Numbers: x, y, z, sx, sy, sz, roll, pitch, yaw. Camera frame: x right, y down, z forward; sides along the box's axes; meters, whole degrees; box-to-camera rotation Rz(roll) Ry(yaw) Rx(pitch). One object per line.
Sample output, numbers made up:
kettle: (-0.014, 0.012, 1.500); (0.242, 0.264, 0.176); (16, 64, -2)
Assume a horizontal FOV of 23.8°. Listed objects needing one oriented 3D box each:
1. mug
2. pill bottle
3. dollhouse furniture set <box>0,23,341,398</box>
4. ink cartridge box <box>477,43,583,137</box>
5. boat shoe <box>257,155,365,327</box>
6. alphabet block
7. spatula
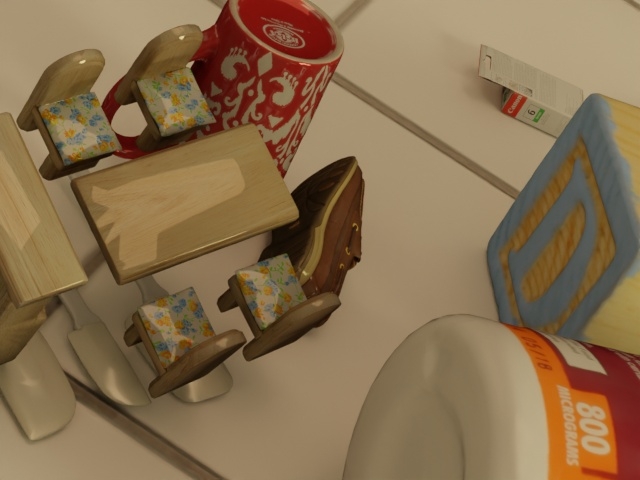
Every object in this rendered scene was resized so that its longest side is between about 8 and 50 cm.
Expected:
mug: (-0.070, -0.095, 1.127); (0.150, 0.169, 0.113); (-13, 55, -43)
pill bottle: (0.228, 0.192, 0.956); (0.392, 0.224, 0.224); (14, 40, -20)
dollhouse furniture set: (-0.119, -0.019, 0.942); (0.242, 0.161, 0.212); (-21, 79, -32)
ink cartridge box: (0.201, -0.144, 1.487); (0.115, 0.029, 0.063); (23, 38, -8)
boat shoe: (0.000, 0.000, 1.166); (0.060, 0.064, 0.178); (53, 32, -22)
alphabet block: (0.269, 0.030, 1.202); (0.197, 0.192, 0.193); (16, 41, -18)
spatula: (-0.178, 0.026, 1.044); (0.168, 0.019, 0.242); (-13, 55, -36)
